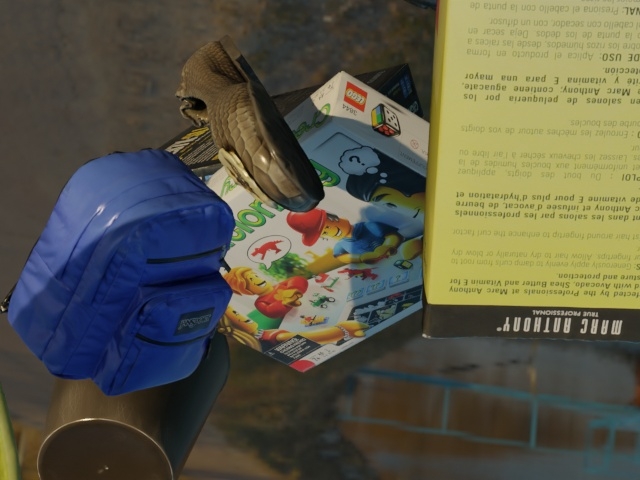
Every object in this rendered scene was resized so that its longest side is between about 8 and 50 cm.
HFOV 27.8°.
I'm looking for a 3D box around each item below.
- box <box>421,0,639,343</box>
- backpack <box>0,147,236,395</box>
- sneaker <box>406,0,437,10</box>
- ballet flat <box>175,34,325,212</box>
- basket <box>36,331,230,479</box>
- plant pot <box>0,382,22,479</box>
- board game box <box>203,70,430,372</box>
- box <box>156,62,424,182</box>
[{"bbox_3d":[0.074,-0.081,0.353,0.087,0.232,0.058,0,-149,2],"label":"box"},{"bbox_3d":[-0.097,0.015,0.706,0.101,0.120,0.098,39,-151,24],"label":"backpack"},{"bbox_3d":[0.124,-0.151,0.548,0.286,0.109,0.130,-4,177,29],"label":"sneaker"},{"bbox_3d":[-0.052,-0.069,0.799,0.084,0.058,0.250,57,-178,-27],"label":"ballet flat"},{"bbox_3d":[-0.189,0.156,1.272,0.154,0.227,0.204,-25,114,17],"label":"basket"},{"bbox_3d":[-0.290,0.114,0.409,0.275,0.274,0.294,17,149,-40],"label":"plant pot"},{"bbox_3d":[0.000,0.000,1.015,0.193,0.053,0.305,28,142,-24],"label":"board game box"},{"bbox_3d":[-0.051,-0.093,1.377,0.257,0.079,0.322,-13,-164,22],"label":"box"}]
